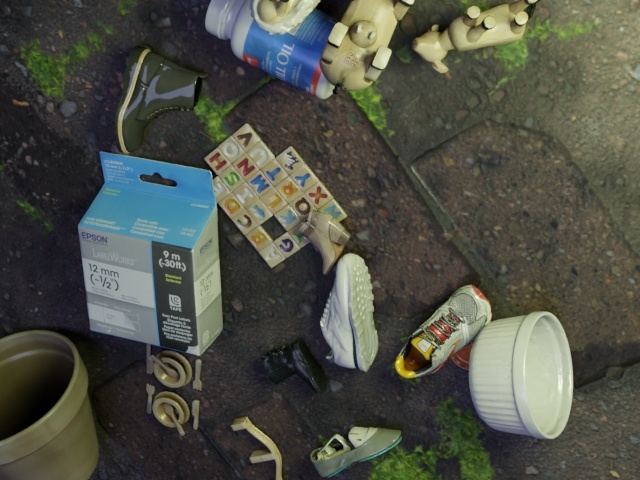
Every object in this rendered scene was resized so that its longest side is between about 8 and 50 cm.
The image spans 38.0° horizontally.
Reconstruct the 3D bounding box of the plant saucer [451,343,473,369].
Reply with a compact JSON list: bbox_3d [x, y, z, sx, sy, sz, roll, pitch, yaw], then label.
[{"bbox_3d":[0.269,0.194,1.653,0.083,0.013,0.083,10,120,19],"label":"plant saucer"}]

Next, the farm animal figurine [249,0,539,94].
[{"bbox_3d":[0.110,-0.337,1.348,0.330,0.172,0.327,42,82,-2],"label":"farm animal figurine"}]

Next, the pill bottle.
[{"bbox_3d":[-0.064,-0.322,1.463,0.221,0.124,0.124,27,123,9],"label":"pill bottle"}]

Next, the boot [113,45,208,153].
[{"bbox_3d":[-0.282,-0.227,1.637,0.137,0.077,0.198,20,123,6],"label":"boot"}]

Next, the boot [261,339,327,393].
[{"bbox_3d":[-0.054,0.254,1.801,0.099,0.045,0.121,-27,96,29],"label":"boot"}]

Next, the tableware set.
[{"bbox_3d":[-0.316,0.318,1.946,0.128,0.039,0.194,15,120,15],"label":"tableware set"}]

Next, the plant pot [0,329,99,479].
[{"bbox_3d":[-0.612,0.398,1.983,0.323,0.323,0.280,0,132,23],"label":"plant pot"}]

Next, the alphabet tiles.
[{"bbox_3d":[-0.095,-0.086,1.666,0.198,0.009,0.237,-34,99,33],"label":"alphabet tiles"}]

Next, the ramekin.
[{"bbox_3d":[0.328,0.222,1.534,0.109,0.207,0.207,-6,113,34],"label":"ramekin"}]

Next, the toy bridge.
[{"bbox_3d":[-0.116,0.448,1.938,0.063,0.026,0.188,-18,108,28],"label":"toy bridge"}]

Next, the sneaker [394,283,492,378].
[{"bbox_3d":[0.211,0.167,1.604,0.088,0.093,0.225,47,124,21],"label":"sneaker"}]

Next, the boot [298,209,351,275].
[{"bbox_3d":[0.000,0.000,1.646,0.087,0.042,0.118,31,126,3],"label":"boot"}]

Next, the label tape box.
[{"bbox_3d":[-0.323,0.026,1.755,0.249,0.115,0.347,11,121,19],"label":"label tape box"}]

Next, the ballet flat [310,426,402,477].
[{"bbox_3d":[0.062,0.401,1.813,0.213,0.072,0.068,-34,95,33],"label":"ballet flat"}]

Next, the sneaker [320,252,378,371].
[{"bbox_3d":[0.041,0.131,1.678,0.095,0.090,0.235,10,118,29],"label":"sneaker"}]
